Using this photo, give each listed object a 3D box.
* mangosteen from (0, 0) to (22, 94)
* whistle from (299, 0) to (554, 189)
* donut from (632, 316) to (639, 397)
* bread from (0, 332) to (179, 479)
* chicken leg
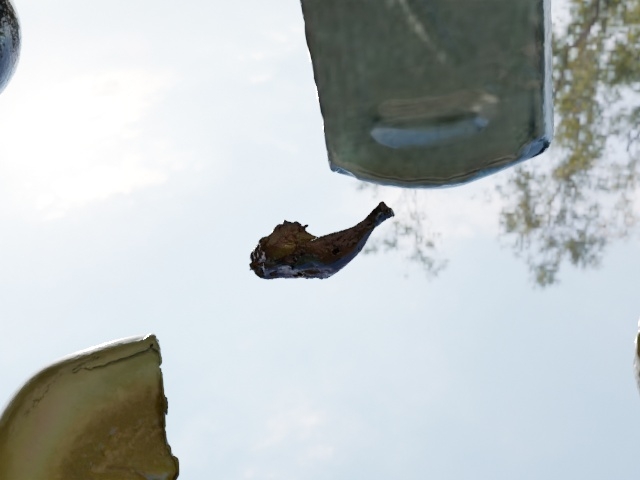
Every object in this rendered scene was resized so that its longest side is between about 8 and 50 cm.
[{"bbox_3d":[-0.422,-0.209,1.010,0.216,0.216,0.216,-3,-147,2],"label":"mangosteen"},{"bbox_3d":[0.061,-0.239,0.586,0.168,0.188,0.405,-5,-118,20],"label":"whistle"},{"bbox_3d":[0.589,0.162,1.287,0.360,0.170,0.360,-19,-129,26],"label":"donut"},{"bbox_3d":[-0.222,0.197,0.841,0.261,0.156,0.158,-57,-164,-23],"label":"bread"},{"bbox_3d":[0.001,0.005,0.888,0.145,0.062,0.037,-10,172,19],"label":"chicken leg"}]
